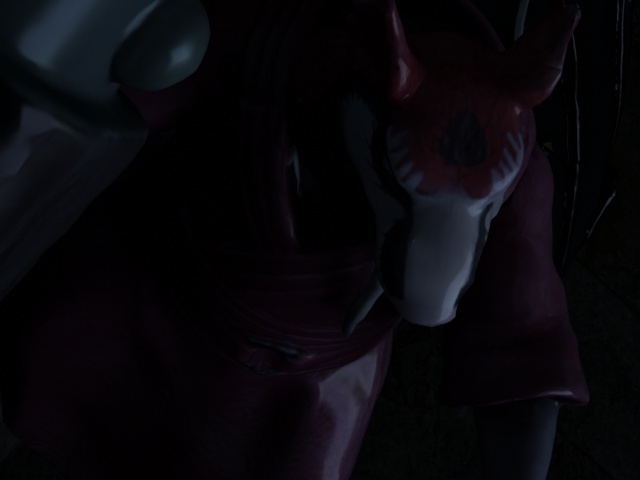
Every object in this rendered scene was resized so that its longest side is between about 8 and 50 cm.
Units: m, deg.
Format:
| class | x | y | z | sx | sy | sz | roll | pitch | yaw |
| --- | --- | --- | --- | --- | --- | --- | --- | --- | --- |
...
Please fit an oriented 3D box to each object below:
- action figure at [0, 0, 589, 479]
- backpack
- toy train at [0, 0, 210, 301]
| class | x | y | z | sx | sy | sz | roll | pitch | yaw |
| --- | --- | --- | --- | --- | --- | --- | --- | --- | --- |
| action figure | 0.000 | 0.000 | 0.533 | 0.276 | 0.248 | 0.370 | -60 | -171 | -31 |
| backpack | 0.075 | -0.091 | 0.793 | 0.254 | 0.191 | 0.225 | 72 | 34 | -46 |
| toy train | -0.081 | -0.122 | 0.349 | 0.334 | 0.190 | 0.142 | -48 | 178 | 6 |
